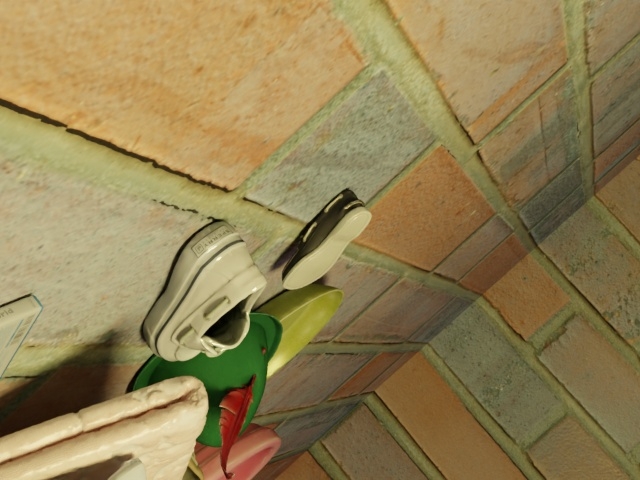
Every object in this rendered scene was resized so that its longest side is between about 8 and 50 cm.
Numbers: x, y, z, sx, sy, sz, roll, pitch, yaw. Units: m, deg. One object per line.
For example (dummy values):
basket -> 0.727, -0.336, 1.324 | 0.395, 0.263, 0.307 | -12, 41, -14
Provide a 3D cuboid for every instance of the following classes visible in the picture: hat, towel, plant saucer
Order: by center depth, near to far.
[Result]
towel -> -0.263, 0.246, 0.996 | 0.317, 0.053, 0.332 | -18, 157, -23
hat -> -0.084, 0.195, 1.156 | 0.208, 0.183, 0.173 | -7, 139, -42
plant saucer -> -0.074, 0.128, 1.365 | 0.241, 0.037, 0.241 | -39, 166, -12
plant saucer -> -0.210, 0.379, 1.699 | 0.332, 0.084, 0.332 | -38, 166, -11

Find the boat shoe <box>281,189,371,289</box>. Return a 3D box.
boat shoe -> 0.000, 0.000, 1.156 | 0.046, 0.038, 0.125 | 8, 131, -48

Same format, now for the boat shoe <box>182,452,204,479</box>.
boat shoe -> -0.199, 0.247, 1.271 | 0.104, 0.089, 0.285 | -41, 164, 6

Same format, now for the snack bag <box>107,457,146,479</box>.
snack bag -> -0.203, 0.369, 0.836 | 0.037, 0.323, 0.342 | 2, -155, 31

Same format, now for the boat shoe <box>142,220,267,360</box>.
boat shoe -> -0.103, 0.071, 1.008 | 0.083, 0.076, 0.226 | -34, 165, -26

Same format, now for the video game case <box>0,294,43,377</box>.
video game case -> -0.274, 0.100, 0.757 | 0.166, 0.015, 0.119 | -25, 160, -50
